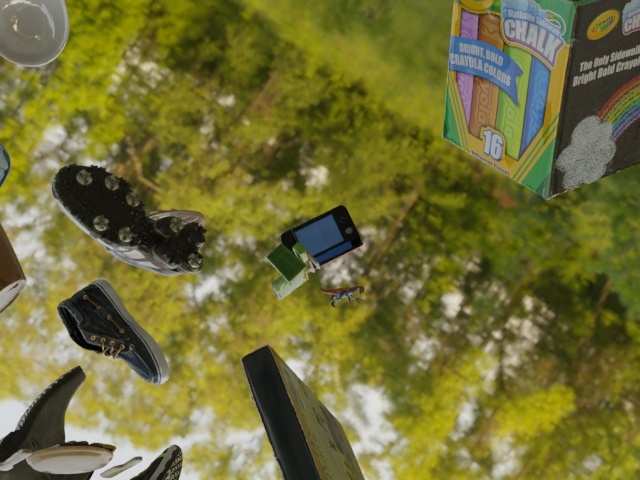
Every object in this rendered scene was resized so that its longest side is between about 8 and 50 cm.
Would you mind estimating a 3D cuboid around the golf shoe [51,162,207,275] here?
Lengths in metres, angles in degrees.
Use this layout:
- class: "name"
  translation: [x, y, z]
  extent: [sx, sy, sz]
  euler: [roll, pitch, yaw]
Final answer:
- class: "golf shoe"
  translation: [-0.299, -0.015, 1.614]
  extent: [0.120, 0.105, 0.273]
  euler: [-18, 140, 41]

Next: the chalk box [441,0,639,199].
- class: "chalk box"
  translation: [0.258, -0.225, 1.148]
  extent: [0.180, 0.289, 0.179]
  euler: [-19, -143, -30]

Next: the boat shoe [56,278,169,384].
- class: "boat shoe"
  translation: [-0.302, 0.148, 1.572]
  extent: [0.083, 0.065, 0.183]
  euler: [-33, -99, -41]

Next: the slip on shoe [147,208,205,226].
- class: "slip on shoe"
  translation: [-0.266, -0.041, 1.977]
  extent: [0.135, 0.041, 0.051]
  euler: [-12, 137, 34]

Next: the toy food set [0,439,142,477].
- class: "toy food set"
  translation: [-0.364, 0.307, 1.566]
  extent: [0.192, 0.132, 0.039]
  euler: [13, -120, -35]

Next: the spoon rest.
- class: "spoon rest"
  translation: [-0.468, -0.422, 1.797]
  extent: [0.137, 0.276, 0.084]
  euler: [16, -165, -12]

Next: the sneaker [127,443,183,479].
- class: "sneaker"
  translation: [-0.326, 0.436, 1.891]
  extent: [0.097, 0.084, 0.235]
  euler: [19, -136, 17]

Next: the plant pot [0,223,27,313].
- class: "plant pot"
  translation: [-0.614, 0.014, 1.788]
  extent: [0.254, 0.237, 0.237]
  euler: [45, -174, 6]

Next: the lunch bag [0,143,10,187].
- class: "lunch bag"
  translation: [-0.525, -0.096, 1.386]
  extent: [0.090, 0.176, 0.219]
  euler: [16, 163, 44]

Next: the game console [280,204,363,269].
- class: "game console"
  translation: [0.000, 0.000, 2.053]
  extent: [0.085, 0.144, 0.124]
  euler: [60, -175, -69]

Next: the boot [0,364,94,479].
- class: "boot"
  translation: [-0.445, 0.348, 1.845]
  extent: [0.161, 0.246, 0.083]
  euler: [43, 153, -9]

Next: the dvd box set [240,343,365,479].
- class: "dvd box set"
  translation: [0.004, 0.396, 1.914]
  extent: [0.308, 0.062, 0.420]
  euler: [65, -175, 33]

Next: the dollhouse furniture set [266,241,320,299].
- class: "dollhouse furniture set"
  translation: [-0.037, 0.058, 1.694]
  extent: [0.058, 0.076, 0.152]
  euler: [44, 169, 23]

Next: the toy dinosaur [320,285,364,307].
- class: "toy dinosaur"
  translation: [0.056, 0.119, 2.447]
  extent: [0.090, 0.082, 0.047]
  euler: [46, -165, -8]
